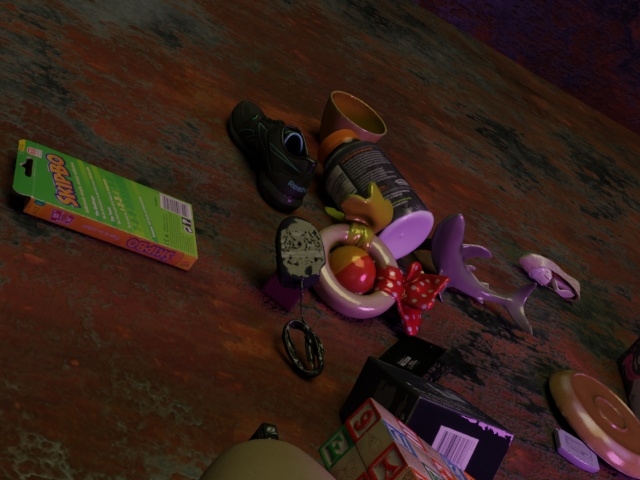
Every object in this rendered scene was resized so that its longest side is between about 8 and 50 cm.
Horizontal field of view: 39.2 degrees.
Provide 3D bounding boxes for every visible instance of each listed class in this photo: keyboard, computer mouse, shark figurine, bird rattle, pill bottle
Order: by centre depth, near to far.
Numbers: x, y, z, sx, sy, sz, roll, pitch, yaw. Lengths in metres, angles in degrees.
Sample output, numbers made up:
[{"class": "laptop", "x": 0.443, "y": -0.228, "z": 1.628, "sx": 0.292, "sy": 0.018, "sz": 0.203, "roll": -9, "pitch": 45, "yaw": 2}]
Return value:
[{"class": "computer mouse", "x": -0.028, "y": 0.078, "z": 1.266, "sx": 0.071, "sy": 0.041, "sz": 0.242, "roll": 2, "pitch": 66, "yaw": -13}, {"class": "keyboard", "x": 0.136, "y": 0.202, "z": 1.360, "sx": 0.100, "sy": 0.038, "sz": 0.192, "roll": 22, "pitch": 23, "yaw": 21}, {"class": "bird rattle", "x": 0.069, "y": 0.050, "z": 1.441, "sx": 0.207, "sy": 0.143, "sz": 0.253, "roll": -22, "pitch": 82, "yaw": -38}, {"class": "pill bottle", "x": 0.087, "y": -0.091, "z": 1.621, "sx": 0.130, "sy": 0.130, "sz": 0.245, "roll": 5, "pitch": 43, "yaw": -46}, {"class": "shark figurine", "x": 0.261, "y": 0.078, "z": 1.645, "sx": 0.278, "sy": 0.166, "sz": 0.116, "roll": 44, "pitch": 49, "yaw": -26}]

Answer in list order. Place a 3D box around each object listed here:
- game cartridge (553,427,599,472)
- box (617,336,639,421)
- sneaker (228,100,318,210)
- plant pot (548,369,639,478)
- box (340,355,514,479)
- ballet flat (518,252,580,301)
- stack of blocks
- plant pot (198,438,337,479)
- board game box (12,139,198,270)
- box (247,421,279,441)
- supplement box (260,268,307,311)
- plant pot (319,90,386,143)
[{"class": "game cartridge", "x": 0.420, "y": 0.347, "z": 1.480, "sx": 0.083, "sy": 0.017, "sz": 0.056, "roll": 32, "pitch": 25, "yaw": -12}, {"class": "box", "x": 0.695, "y": 0.282, "z": 1.744, "sx": 0.142, "sy": 0.163, "sz": 0.247, "roll": 30, "pitch": 28, "yaw": -8}, {"class": "sneaker", "x": -0.076, "y": -0.171, "z": 1.579, "sx": 0.101, "sy": 0.106, "sz": 0.267, "roll": 9, "pitch": 38, "yaw": -41}, {"class": "plant pot", "x": 0.505, "y": 0.315, "z": 1.594, "sx": 0.236, "sy": 0.032, "sz": 0.236, "roll": 31, "pitch": 25, "yaw": -17}, {"class": "box", "x": 0.134, "y": 0.237, "z": 1.163, "sx": 0.156, "sy": 0.093, "sz": 0.158, "roll": 25, "pitch": 2, "yaw": -24}, {"class": "ballet flat", "x": 0.497, "y": 0.081, "z": 1.931, "sx": 0.168, "sy": 0.057, "sz": 0.052, "roll": 27, "pitch": 39, "yaw": -19}, {"class": "stack of blocks", "x": 0.146, "y": 0.322, "z": 0.996, "sx": 0.297, "sy": 0.087, "sz": 0.171, "roll": 41, "pitch": 7, "yaw": -28}, {"class": "plant pot", "x": -0.042, "y": 0.302, "z": 0.796, "sx": 0.256, "sy": 0.256, "sz": 0.274, "roll": 30, "pitch": 12, "yaw": -15}, {"class": "board game box", "x": -0.290, "y": -0.048, "z": 1.216, "sx": 0.259, "sy": 0.039, "sz": 0.124, "roll": 25, "pitch": 30, "yaw": -29}, {"class": "box", "x": -0.067, "y": 0.254, "z": 0.990, "sx": 0.018, "sy": 0.067, "sz": 0.083, "roll": 20, "pitch": 31, "yaw": -28}, {"class": "supplement box", "x": -0.045, "y": 0.059, "z": 1.333, "sx": 0.055, "sy": 0.043, "sz": 0.083, "roll": 38, "pitch": 29, "yaw": -2}, {"class": "plant pot", "x": 0.052, "y": -0.223, "z": 1.815, "sx": 0.134, "sy": 0.095, "sz": 0.134, "roll": 28, "pitch": 30, "yaw": -18}]
